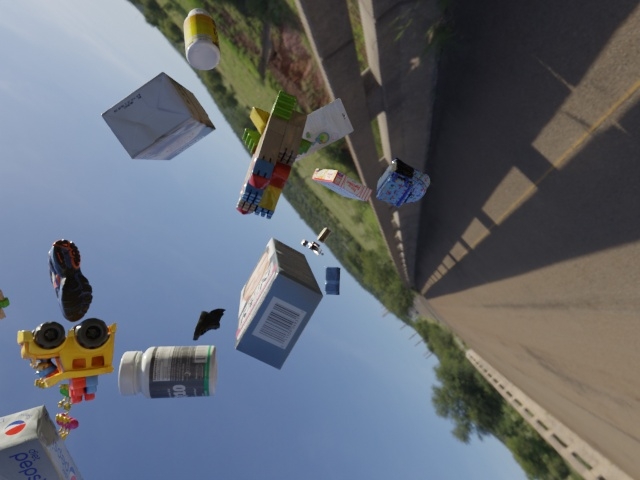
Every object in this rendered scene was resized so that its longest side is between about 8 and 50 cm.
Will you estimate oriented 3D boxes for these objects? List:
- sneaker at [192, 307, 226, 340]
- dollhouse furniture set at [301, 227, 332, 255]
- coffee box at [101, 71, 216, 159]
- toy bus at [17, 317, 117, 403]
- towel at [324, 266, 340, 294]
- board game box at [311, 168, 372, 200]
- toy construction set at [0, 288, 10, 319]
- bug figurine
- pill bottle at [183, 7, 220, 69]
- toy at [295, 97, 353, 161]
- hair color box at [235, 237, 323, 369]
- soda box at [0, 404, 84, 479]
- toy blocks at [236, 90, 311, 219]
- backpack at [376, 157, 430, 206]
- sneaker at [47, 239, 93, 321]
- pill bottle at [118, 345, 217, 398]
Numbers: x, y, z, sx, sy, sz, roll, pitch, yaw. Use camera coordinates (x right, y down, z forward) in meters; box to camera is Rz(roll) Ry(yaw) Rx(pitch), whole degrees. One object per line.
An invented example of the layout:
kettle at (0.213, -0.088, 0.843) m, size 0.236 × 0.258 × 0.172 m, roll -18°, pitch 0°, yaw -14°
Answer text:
sneaker at (-0.424, 0.320, 1.705) m, size 0.089 × 0.051 × 0.170 m, roll 17°, pitch -146°, yaw -9°
dollhouse furniture set at (0.000, 0.000, 1.759) m, size 0.091 × 0.114 × 0.081 m, roll 33°, pitch -174°, yaw -39°
coffee box at (-0.315, -0.242, 0.916) m, size 0.098 × 0.141 × 0.246 m, roll 57°, pitch -177°, yaw -10°
toy bus at (-0.650, 0.314, 1.154) m, size 0.220 × 0.150 × 0.211 m, roll 3°, pitch -105°, yaw -38°
towel at (0.049, 0.168, 1.866) m, size 0.029 × 0.067 × 0.119 m, roll -4°, pitch -85°, yaw -68°
board game box at (0.071, -0.194, 1.541) m, size 0.147 × 0.045 × 0.193 m, roll 26°, pitch 180°, yaw -23°
toy construction set at (-1.082, 0.305, 1.361) m, size 0.308 × 0.258 × 0.237 m, roll -62°, pitch -26°, yaw -60°
bug figurine at (-0.911, 0.552, 1.533) m, size 0.217 × 0.278 × 0.072 m, roll 17°, pitch -170°, yaw 18°
pill bottle at (-0.421, -0.719, 1.585) m, size 0.117 × 0.117 × 0.214 m, roll 42°, pitch -149°, yaw -58°
toy at (-0.018, -0.392, 1.570) m, size 0.136 × 0.237 × 0.056 m, roll 59°, pitch -178°, yaw -40°
hair color box at (-0.108, 0.129, 1.078) m, size 0.114 × 0.185 × 0.374 m, roll 29°, pitch -174°, yaw -12°
soda box at (-0.589, 0.487, 0.940) m, size 0.091 × 0.098 × 0.286 m, roll -129°, pitch 32°, yaw -54°
toy blocks at (-0.152, -0.188, 1.264) m, size 0.191 × 0.260 × 0.381 m, roll 19°, pitch 152°, yaw -13°
backpack at (0.312, -0.199, 1.658) m, size 0.174 × 0.158 × 0.116 m, roll 22°, pitch -128°, yaw -11°
sneaker at (-0.677, 0.112, 1.200) m, size 0.083 × 0.087 × 0.221 m, roll -1°, pitch -109°, yaw -51°
pill bottle at (-0.608, 0.535, 1.821) m, size 0.204 × 0.362 × 0.204 m, roll -179°, pitch 90°, yaw -82°
